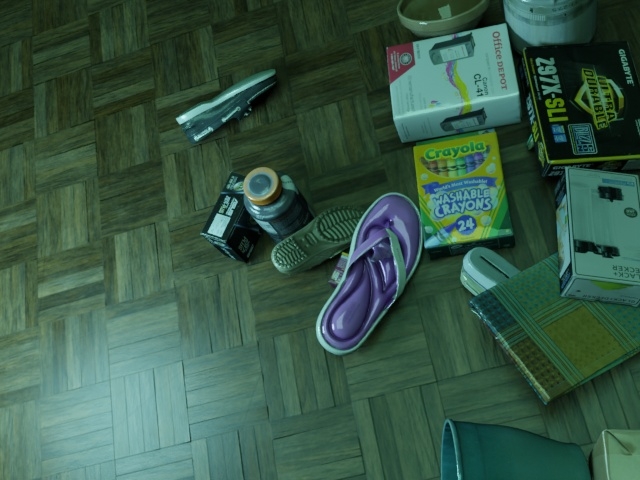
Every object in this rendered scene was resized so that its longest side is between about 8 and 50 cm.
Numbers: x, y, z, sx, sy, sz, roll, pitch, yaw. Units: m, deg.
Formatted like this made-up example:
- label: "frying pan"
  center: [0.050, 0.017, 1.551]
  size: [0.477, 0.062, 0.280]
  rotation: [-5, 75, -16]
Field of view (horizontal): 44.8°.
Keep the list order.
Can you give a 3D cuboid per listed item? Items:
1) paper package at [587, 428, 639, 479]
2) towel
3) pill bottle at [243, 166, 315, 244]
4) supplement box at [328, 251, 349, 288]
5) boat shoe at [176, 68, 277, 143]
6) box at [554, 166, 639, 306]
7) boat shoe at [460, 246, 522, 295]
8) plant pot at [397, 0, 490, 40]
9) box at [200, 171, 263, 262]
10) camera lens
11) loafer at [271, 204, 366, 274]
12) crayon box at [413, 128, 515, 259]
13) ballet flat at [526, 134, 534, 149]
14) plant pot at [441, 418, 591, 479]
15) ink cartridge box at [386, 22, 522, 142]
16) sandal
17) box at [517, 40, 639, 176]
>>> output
- label: "paper package"
  center: [0.649, 0.441, 1.386]
  size: [0.309, 0.325, 0.168]
  rotation: [-4, 68, 14]
- label: "towel"
  center: [0.531, 0.153, 1.627]
  size: [0.370, 0.040, 0.271]
  rotation: [-25, 61, -19]
- label: "pill bottle"
  center: [-0.104, -0.086, 1.877]
  size: [0.130, 0.245, 0.130]
  rotation: [-6, 67, 14]
- label: "supplement box"
  center: [0.064, 0.078, 1.871]
  size: [0.055, 0.043, 0.083]
  rotation: [21, 75, 22]
- label: "boat shoe"
  center: [-0.243, -0.369, 2.128]
  size: [0.302, 0.091, 0.114]
  rotation: [-26, 19, 6]
- label: "box"
  center: [0.601, -0.012, 1.664]
  size: [0.169, 0.087, 0.290]
  rotation: [8, 57, 2]
- label: "boat shoe"
  center: [0.435, 0.134, 1.708]
  size: [0.109, 0.094, 0.302]
  rotation: [-34, 65, -25]
- label: "plant pot"
  center: [0.324, -0.579, 2.009]
  size: [0.237, 0.109, 0.237]
  rotation: [-12, 41, 11]
- label: "box"
  center: [-0.204, -0.056, 1.951]
  size: [0.077, 0.147, 0.180]
  rotation: [18, 74, 23]
- label: "camera lens"
  center: [0.552, -0.582, 1.865]
  size: [0.219, 0.274, 0.219]
  rotation: [-7, 64, 15]
- label: "loafer"
  center: [0.000, 0.000, 1.900]
  size: [0.268, 0.092, 0.102]
  rotation: [-26, 73, -13]
- label: "crayon box"
  center: [0.336, -0.130, 1.854]
  size: [0.203, 0.083, 0.323]
  rotation: [-9, 65, 13]
- label: "ballet flat"
  center: [0.549, -0.287, 1.871]
  size: [0.052, 0.057, 0.168]
  rotation: [23, 76, 14]
- label: "plant pot"
  center: [0.375, 0.483, 1.497]
  size: [0.255, 0.271, 0.271]
  rotation: [0, 68, 3]
- label: "ink cartridge box"
  center: [0.330, -0.391, 1.938]
  size: [0.306, 0.131, 0.226]
  rotation: [-10, 66, 14]
- label: "sandal"
  center: [0.130, 0.075, 1.795]
  size: [0.169, 0.102, 0.416]
  rotation: [24, 76, 0]
- label: "box"
  center: [0.618, -0.310, 1.813]
  size: [0.257, 0.079, 0.322]
  rotation: [-4, 66, 0]
